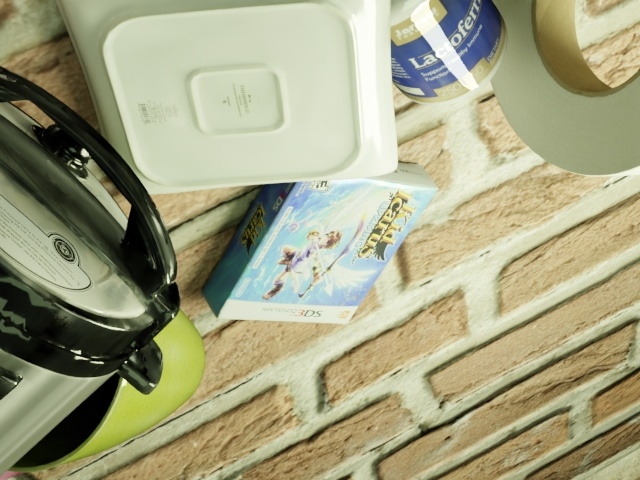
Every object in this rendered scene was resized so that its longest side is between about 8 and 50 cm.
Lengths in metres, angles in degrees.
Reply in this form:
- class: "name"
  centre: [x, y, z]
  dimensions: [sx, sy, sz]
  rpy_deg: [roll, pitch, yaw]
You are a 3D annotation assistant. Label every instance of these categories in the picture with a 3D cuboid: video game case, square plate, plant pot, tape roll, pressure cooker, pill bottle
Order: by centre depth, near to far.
- class: "pressure cooker"
  centre: [-0.368, 0.032, 1.144]
  dimensions: [0.420, 0.375, 0.370]
  rpy_deg: [-41, 151, 12]
- class: "square plate"
  centre: [-0.089, -0.165, 1.278]
  dimensions: [0.344, 0.049, 0.347]
  rpy_deg: [-5, 141, 2]
- class: "tape roll"
  centre: [0.333, -0.265, 1.312]
  dimensions: [0.072, 0.392, 0.392]
  rpy_deg: [-3, 133, -33]
- class: "pill bottle"
  centre: [0.096, -0.276, 1.319]
  dimensions: [0.153, 0.153, 0.264]
  rpy_deg: [-41, 142, 9]
- class: "plant pot"
  centre: [-0.275, 0.142, 1.450]
  dimensions: [0.275, 0.275, 0.293]
  rpy_deg: [-43, 158, 12]
- class: "video game case"
  centre: [0.000, 0.000, 1.626]
  dimensions: [0.244, 0.061, 0.269]
  rpy_deg: [5, 128, -41]

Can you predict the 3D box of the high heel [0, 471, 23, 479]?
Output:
- class: "high heel"
  centre: [-0.424, 0.229, 1.574]
  dimensions: [0.117, 0.082, 0.244]
  rpy_deg: [-39, 140, -44]
